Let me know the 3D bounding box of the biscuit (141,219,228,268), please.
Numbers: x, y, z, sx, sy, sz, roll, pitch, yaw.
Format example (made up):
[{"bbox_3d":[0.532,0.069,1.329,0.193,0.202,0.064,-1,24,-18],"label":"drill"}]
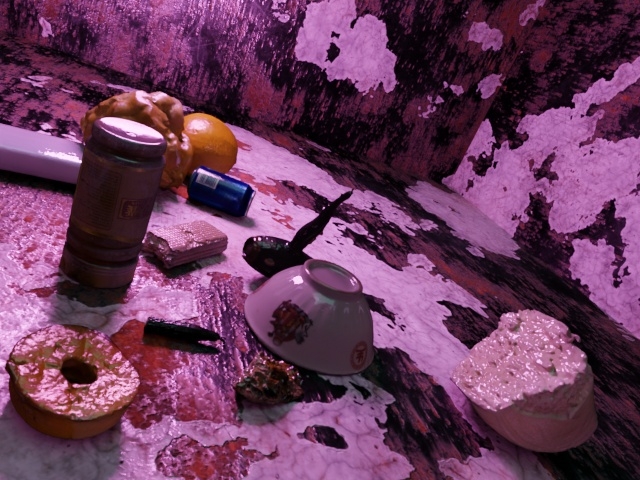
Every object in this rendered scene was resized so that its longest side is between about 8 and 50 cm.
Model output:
[{"bbox_3d":[-0.340,0.005,1.312,0.108,0.061,0.239,31,22,18],"label":"biscuit"}]

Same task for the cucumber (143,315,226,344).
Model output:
[{"bbox_3d":[-0.262,0.181,1.010,0.163,0.043,0.039,16,60,-16],"label":"cucumber"}]

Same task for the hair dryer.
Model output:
[{"bbox_3d":[0.000,0.000,1.315,0.304,0.359,0.120,23,41,-28],"label":"hair dryer"}]

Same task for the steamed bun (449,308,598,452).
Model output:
[{"bbox_3d":[0.444,0.326,1.169,0.272,0.273,0.290,-19,18,8],"label":"steamed bun"}]

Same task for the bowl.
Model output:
[{"bbox_3d":[0.003,0.145,1.208,0.337,0.157,0.337,22,20,-8],"label":"bowl"}]

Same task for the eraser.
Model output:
[{"bbox_3d":[-0.789,-0.240,1.372,0.290,0.104,0.189,11,19,-31],"label":"eraser"}]

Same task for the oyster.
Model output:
[{"bbox_3d":[-0.099,0.261,0.971,0.177,0.056,0.105,8,33,-46],"label":"oyster"}]

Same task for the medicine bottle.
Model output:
[{"bbox_3d":[-0.422,-0.075,1.051,0.151,0.322,0.151,20,22,-8],"label":"medicine bottle"}]

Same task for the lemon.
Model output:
[{"bbox_3d":[-0.417,-0.327,1.804,0.236,0.236,0.263,31,-8,19],"label":"lemon"}]

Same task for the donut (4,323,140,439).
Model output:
[{"bbox_3d":[-0.369,0.214,0.766,0.190,0.074,0.174,31,20,7],"label":"donut"}]

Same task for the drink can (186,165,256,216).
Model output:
[{"bbox_3d":[-0.316,-0.154,1.646,0.205,0.118,0.118,23,21,-6],"label":"drink can"}]

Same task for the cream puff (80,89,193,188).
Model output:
[{"bbox_3d":[-0.522,-0.274,1.518,0.291,0.257,0.324,-21,-2,-13],"label":"cream puff"}]
